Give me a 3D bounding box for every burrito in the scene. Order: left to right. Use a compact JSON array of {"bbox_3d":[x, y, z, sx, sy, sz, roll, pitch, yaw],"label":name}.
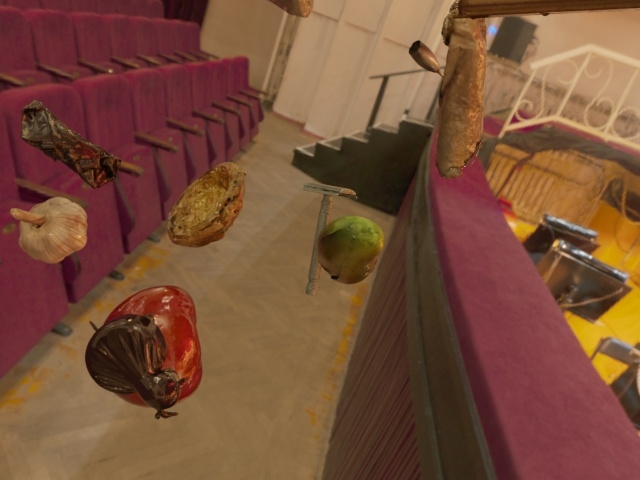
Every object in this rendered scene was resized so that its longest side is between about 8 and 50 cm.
[{"bbox_3d":[0.296,-0.320,1.071,0.107,0.348,0.175,8,27,26],"label":"burrito"}]

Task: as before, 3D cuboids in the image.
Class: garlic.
[{"bbox_3d":[-0.772,-0.047,1.400,0.199,0.199,0.226,29,-10,21],"label":"garlic"}]

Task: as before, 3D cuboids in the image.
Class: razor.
[{"bbox_3d":[0.000,0.000,1.058,0.106,0.232,0.068,15,8,43],"label":"razor"}]

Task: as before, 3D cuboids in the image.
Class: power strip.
[{"bbox_3d":[0.325,-0.315,0.659,0.305,0.044,0.064,9,21,25],"label":"power strip"}]

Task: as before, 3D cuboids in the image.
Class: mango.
[{"bbox_3d":[0.055,0.017,0.948,0.125,0.111,0.233,48,-17,-9],"label":"mango"}]

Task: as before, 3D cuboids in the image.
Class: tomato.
[{"bbox_3d":[-0.397,0.255,1.203,0.226,0.299,0.299,-5,30,-19],"label":"tomato"}]

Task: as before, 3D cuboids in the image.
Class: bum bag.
[{"bbox_3d":[-0.594,-0.220,1.210,0.248,0.102,0.069,38,-19,-27],"label":"bum bag"}]

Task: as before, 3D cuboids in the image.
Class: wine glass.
[{"bbox_3d":[0.357,-0.554,1.625,0.198,0.066,0.066,29,14,-34],"label":"wine glass"}]

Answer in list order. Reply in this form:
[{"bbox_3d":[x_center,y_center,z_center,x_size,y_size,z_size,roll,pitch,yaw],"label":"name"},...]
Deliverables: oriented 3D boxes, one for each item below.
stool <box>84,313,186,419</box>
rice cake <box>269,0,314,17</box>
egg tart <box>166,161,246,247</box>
[{"bbox_3d":[-0.312,0.212,0.891,0.217,0.125,0.121,45,-1,-4],"label":"stool"},{"bbox_3d":[-0.109,-0.462,0.886,0.256,0.052,0.057,40,0,26],"label":"rice cake"},{"bbox_3d":[-0.290,-0.088,1.386,0.107,0.291,0.291,43,5,-39],"label":"egg tart"}]
